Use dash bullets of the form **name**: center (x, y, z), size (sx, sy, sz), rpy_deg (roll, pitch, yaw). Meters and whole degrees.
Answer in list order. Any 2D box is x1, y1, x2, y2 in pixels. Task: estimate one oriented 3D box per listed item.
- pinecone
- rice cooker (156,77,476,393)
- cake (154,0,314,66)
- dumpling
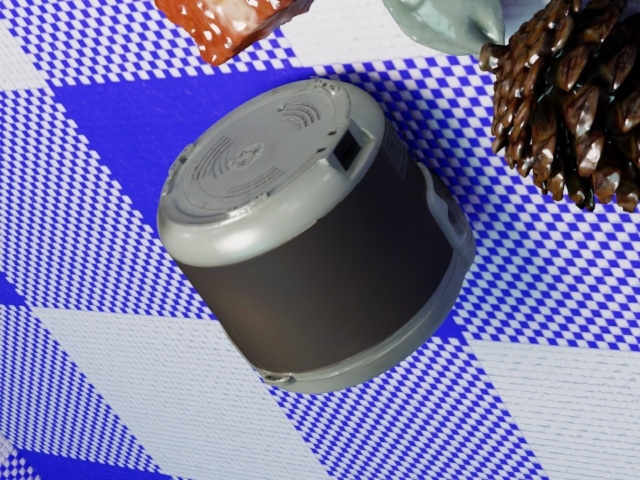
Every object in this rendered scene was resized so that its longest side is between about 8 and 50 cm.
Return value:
- **pinecone**: center (0.283, -0.135, 1.481), size (0.273, 0.224, 0.224), rpy_deg (28, 148, 3)
- **rice cooker**: center (0.000, 0.000, 1.840), size (0.335, 0.335, 0.325), rpy_deg (-2, 133, 44)
- **cake**: center (-0.040, -0.350, 1.255), size (0.270, 0.269, 0.319), rpy_deg (48, 154, -2)
- **dumpling**: center (0.104, -0.263, 1.576), size (0.217, 0.105, 0.149), rpy_deg (44, 147, -16)
